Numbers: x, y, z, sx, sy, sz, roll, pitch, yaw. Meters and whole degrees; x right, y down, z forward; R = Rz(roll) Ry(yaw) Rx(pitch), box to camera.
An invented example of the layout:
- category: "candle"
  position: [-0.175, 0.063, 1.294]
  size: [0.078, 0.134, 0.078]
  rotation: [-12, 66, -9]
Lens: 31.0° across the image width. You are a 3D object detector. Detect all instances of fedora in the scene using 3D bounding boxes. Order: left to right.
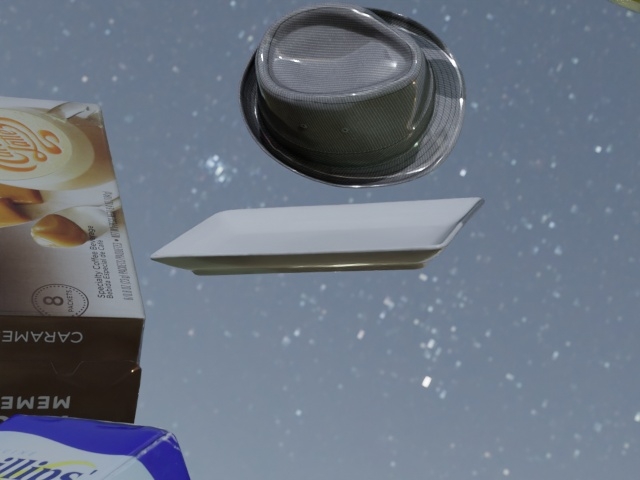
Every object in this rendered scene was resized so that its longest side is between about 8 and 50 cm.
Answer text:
- category: "fedora"
  position: [0.033, -0.192, 1.354]
  size: [0.275, 0.243, 0.124]
  rotation: [13, -18, 11]

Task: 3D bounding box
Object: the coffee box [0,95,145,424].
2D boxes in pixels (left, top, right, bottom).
- category: "coffee box"
  position: [-0.190, 0.010, 0.679]
  size: [0.141, 0.246, 0.098]
  rotation: [2, -58, -18]

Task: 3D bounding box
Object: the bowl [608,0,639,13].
- category: "bowl"
  position: [0.257, -0.274, 0.670]
  size: [0.289, 0.289, 0.156]
  rotation: [34, 5, -7]

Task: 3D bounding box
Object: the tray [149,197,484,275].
- category: "tray"
  position: [0.000, 0.000, 1.019]
  size: [0.270, 0.145, 0.030]
  rotation: [-2, -72, 23]

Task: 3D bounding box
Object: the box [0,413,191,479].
- category: "box"
  position: [-0.089, 0.134, 0.316]
  size: [0.072, 0.137, 0.126]
  rotation: [-5, -72, 35]
